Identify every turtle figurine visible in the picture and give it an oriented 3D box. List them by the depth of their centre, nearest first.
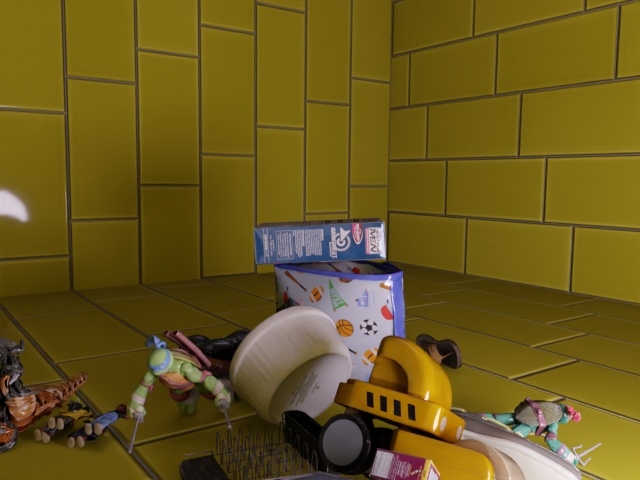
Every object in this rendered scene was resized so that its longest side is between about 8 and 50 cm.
[{"bbox_3d":[0.424,0.374,1.226,0.234,0.118,0.175,-6,7,-9],"label":"turtle figurine"},{"bbox_3d":[-0.287,0.345,1.281,0.198,0.274,0.266,-37,-26,-3],"label":"turtle figurine"}]

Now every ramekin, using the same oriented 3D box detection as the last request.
[{"bbox_3d":[-0.052,0.286,1.338,0.273,0.272,0.127,-4,35,-38],"label":"ramekin"}]

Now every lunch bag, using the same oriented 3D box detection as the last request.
[{"bbox_3d":[0.075,0.217,1.677,0.239,0.327,0.385,-12,12,-43],"label":"lunch bag"}]

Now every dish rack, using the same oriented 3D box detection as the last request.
[{"bbox_3d":[-0.113,0.396,1.112,0.272,0.074,0.208,-3,6,-27],"label":"dish rack"}]

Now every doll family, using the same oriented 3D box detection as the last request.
[{"bbox_3d":[-0.491,0.379,1.277,0.193,0.076,0.111,7,3,15],"label":"doll family"}]

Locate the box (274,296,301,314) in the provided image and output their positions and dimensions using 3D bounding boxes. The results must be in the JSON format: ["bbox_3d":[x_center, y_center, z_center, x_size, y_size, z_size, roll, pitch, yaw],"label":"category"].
[{"bbox_3d":[-0.114,0.250,1.514,0.059,0.183,0.232,41,4,-7],"label":"box"}]

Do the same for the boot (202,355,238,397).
[{"bbox_3d":[-0.242,0.330,1.643,0.264,0.096,0.280,4,6,33],"label":"boot"}]

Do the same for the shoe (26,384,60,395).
[{"bbox_3d":[-0.695,0.376,1.382,0.076,0.058,0.219,-35,-22,35],"label":"shoe"}]

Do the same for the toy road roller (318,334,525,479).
[{"bbox_3d":[0.176,0.300,1.010,0.330,0.240,0.202,9,-18,32],"label":"toy road roller"}]

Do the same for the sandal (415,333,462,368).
[{"bbox_3d":[0.339,0.328,1.799,0.060,0.090,0.219,-20,16,-24],"label":"sandal"}]

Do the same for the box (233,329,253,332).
[{"bbox_3d":[-0.123,0.313,1.972,0.324,0.063,0.067,-2,8,-28],"label":"box"}]

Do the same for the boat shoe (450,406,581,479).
[{"bbox_3d":[0.318,0.373,1.094,0.305,0.109,0.091,9,25,38],"label":"boat shoe"}]

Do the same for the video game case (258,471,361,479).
[{"bbox_3d":[0.024,0.329,0.786,0.173,0.022,0.190,0,-14,32],"label":"video game case"}]

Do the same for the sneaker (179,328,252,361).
[{"bbox_3d":[-0.285,0.327,1.770,0.267,0.101,0.106,-7,15,5],"label":"sneaker"}]

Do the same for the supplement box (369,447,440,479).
[{"bbox_3d":[0.119,0.330,0.861,0.083,0.043,0.055,2,-37,30],"label":"supplement box"}]

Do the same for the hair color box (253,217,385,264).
[{"bbox_3d":[0.000,0.000,1.687,0.347,0.105,0.174,-3,6,2],"label":"hair color box"}]

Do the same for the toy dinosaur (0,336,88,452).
[{"bbox_3d":[-0.659,0.334,1.272,0.164,0.218,0.322,-42,-24,17],"label":"toy dinosaur"}]
